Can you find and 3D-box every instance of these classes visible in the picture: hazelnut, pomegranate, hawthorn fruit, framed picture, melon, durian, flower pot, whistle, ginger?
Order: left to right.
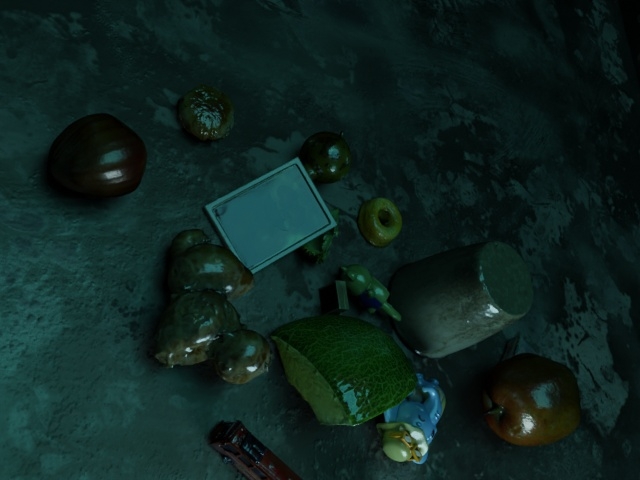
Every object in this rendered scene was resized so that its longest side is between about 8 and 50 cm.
[{"bbox_3d":[-0.481,-0.176,1.581,0.186,0.210,0.210,44,43,-55],"label":"hazelnut"},{"bbox_3d":[-0.253,0.141,1.610,0.256,0.176,0.375,-3,61,-18],"label":"ginger"},{"bbox_3d":[-0.125,-0.062,1.836,0.289,0.020,0.211,-30,90,-21],"label":"framed picture"},{"bbox_3d":[-0.011,-0.219,1.972,0.220,0.156,0.156,-21,84,-32],"label":"pomegranate"},{"bbox_3d":[0.000,0.000,1.912,0.086,0.100,0.215,34,47,-18],"label":"durian"},{"bbox_3d":[0.088,0.314,1.802,0.343,0.226,0.331,-21,42,-40],"label":"melon"},{"bbox_3d":[0.134,0.144,1.961,0.227,0.105,0.085,43,91,-14],"label":"whistle"},{"bbox_3d":[0.395,0.156,1.999,0.293,0.330,0.294,14,63,-31],"label":"flower pot"},{"bbox_3d":[0.585,0.458,2.054,0.300,0.267,0.268,-7,75,-34],"label":"hawthorn fruit"}]

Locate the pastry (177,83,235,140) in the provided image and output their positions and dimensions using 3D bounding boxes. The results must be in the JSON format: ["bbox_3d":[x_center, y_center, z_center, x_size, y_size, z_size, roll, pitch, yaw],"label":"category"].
[{"bbox_3d":[-0.293,-0.327,1.842,0.153,0.081,0.153,15,65,-36],"label":"pastry"}]

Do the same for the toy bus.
[{"bbox_3d":[-0.139,0.492,1.595,0.235,0.096,0.073,47,47,-13],"label":"toy bus"}]

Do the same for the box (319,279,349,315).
[{"bbox_3d":[0.035,0.156,1.885,0.035,0.079,0.083,8,65,-36],"label":"box"}]

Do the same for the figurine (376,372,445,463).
[{"bbox_3d":[0.239,0.450,1.871,0.180,0.153,0.262,71,33,-47],"label":"figurine"}]

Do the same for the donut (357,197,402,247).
[{"bbox_3d":[0.179,-0.057,2.106,0.151,0.058,0.152,18,58,-32],"label":"donut"}]

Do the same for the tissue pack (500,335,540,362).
[{"bbox_3d":[0.643,0.390,2.264,0.148,0.060,0.109,45,49,-14],"label":"tissue pack"}]
